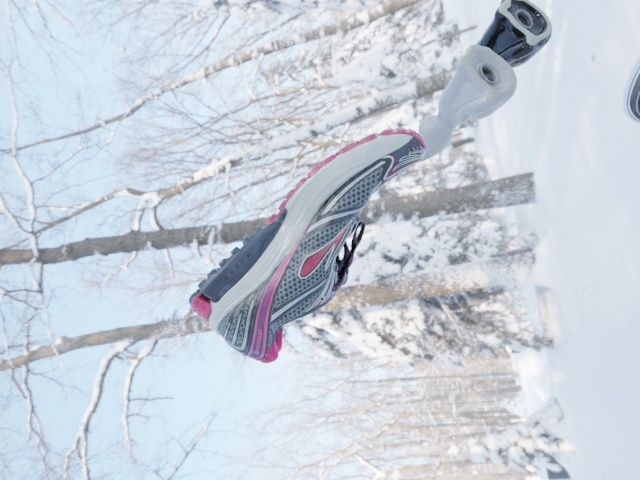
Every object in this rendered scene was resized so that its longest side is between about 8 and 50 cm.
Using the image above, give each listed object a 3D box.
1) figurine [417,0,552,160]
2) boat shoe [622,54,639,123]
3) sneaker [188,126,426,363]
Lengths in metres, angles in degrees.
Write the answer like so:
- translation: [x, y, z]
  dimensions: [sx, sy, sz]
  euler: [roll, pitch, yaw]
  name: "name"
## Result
- translation: [0.240, -0.240, 0.743]
  dimensions: [0.215, 0.092, 0.209]
  euler: [-53, -1, -23]
  name: "figurine"
- translation: [0.435, -0.227, 0.508]
  dimensions: [0.080, 0.229, 0.076]
  euler: [36, -147, 3]
  name: "boat shoe"
- translation: [0.000, 0.000, 0.501]
  dimensions: [0.112, 0.299, 0.121]
  euler: [45, -171, 1]
  name: "sneaker"
